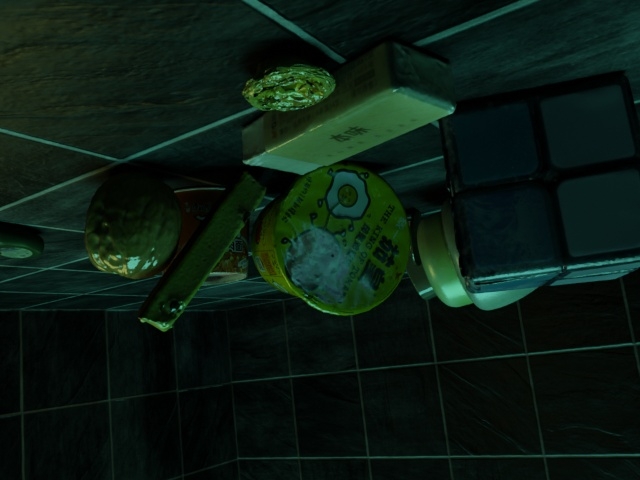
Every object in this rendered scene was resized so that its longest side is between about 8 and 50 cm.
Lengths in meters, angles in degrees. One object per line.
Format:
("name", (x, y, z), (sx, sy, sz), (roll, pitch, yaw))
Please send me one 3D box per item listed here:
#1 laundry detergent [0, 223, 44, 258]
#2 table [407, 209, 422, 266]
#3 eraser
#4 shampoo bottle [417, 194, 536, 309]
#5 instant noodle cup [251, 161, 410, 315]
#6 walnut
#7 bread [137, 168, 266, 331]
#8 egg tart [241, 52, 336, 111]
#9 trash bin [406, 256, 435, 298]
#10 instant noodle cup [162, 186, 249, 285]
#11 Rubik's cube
("laundry detergent", (-0.780, -0.001, 1.484), (0.137, 0.062, 0.211), (-1, 169, 4))
("table", (0.184, -0.005, 1.834), (0.227, 0.167, 0.167), (-1, 172, 21))
("eraser", (0.029, -0.188, 0.941), (0.144, 0.078, 0.343), (5, 165, -42))
("shampoo bottle", (0.440, 0.019, 1.610), (0.318, 0.322, 0.322), (-17, 166, 23))
("instant noodle cup", (0.000, 0.000, 1.366), (0.326, 0.325, 0.254), (-1, 178, -26))
("walnut", (-0.360, -0.033, 1.187), (0.214, 0.213, 0.213), (-6, 169, -1))
("bread", (-0.240, 0.025, 1.238), (0.077, 0.361, 0.138), (36, 161, -9))
("egg tart", (-0.043, -0.216, 0.824), (0.129, 0.049, 0.129), (-6, 168, -1))
("trash bin", (0.404, 0.061, 1.944), (0.250, 0.219, 0.220), (-29, 161, 11))
("instant noodle cup", (-0.273, -0.001, 1.431), (0.251, 0.192, 0.250), (-6, 170, -1))
("Rubik's cube", (0.399, -0.076, 1.115), (0.319, 0.315, 0.313), (-8, 169, 13))
